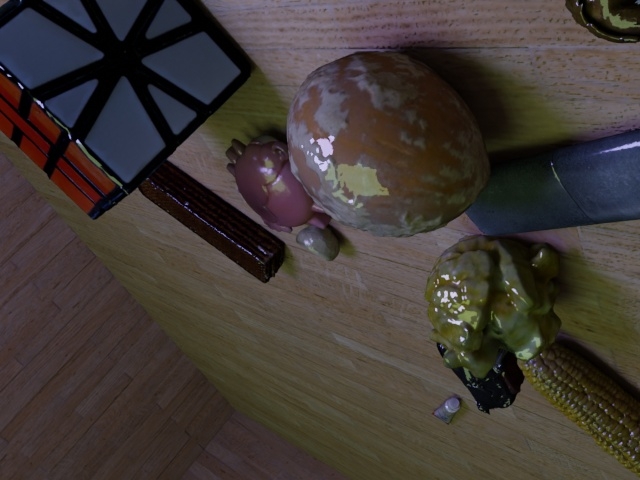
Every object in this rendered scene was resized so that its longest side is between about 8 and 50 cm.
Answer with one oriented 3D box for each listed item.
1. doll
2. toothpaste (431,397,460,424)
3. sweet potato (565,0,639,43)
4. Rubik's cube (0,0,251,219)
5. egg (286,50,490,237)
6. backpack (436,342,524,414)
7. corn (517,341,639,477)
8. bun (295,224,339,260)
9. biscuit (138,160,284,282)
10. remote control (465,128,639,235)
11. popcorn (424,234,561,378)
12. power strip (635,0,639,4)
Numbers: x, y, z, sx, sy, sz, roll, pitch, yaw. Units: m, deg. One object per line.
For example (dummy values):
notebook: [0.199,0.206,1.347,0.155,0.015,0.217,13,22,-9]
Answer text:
doll: [-0.075,-0.088,1.168,0.211,0.093,0.262,29,154,16]
toothpaste: [0.286,0.388,1.553,0.048,0.031,0.190,31,158,13]
sweet potato: [0.148,-0.269,0.511,0.310,0.098,0.124,40,164,9]
Rubik's cube: [-0.324,-0.238,1.036,0.293,0.288,0.283,46,157,-18]
egg: [0.073,-0.108,0.775,0.245,0.203,0.203,30,155,23]
backpack: [0.269,0.191,1.126,0.105,0.120,0.165,-23,116,41]
corn: [0.417,0.252,1.023,0.291,0.101,0.101,38,157,3]
bun: [0.000,0.000,1.256,0.086,0.055,0.086,32,-179,0]
biscuit: [-0.248,-0.054,1.516,0.388,0.073,0.107,34,155,12]
remote control: [0.292,-0.060,0.724,0.107,0.044,0.377,50,155,-17]
popcorn: [0.235,0.079,0.919,0.187,0.167,0.186,-3,122,2]
power strip: [0.278,-0.189,0.550,0.090,0.016,0.040,20,149,37]
